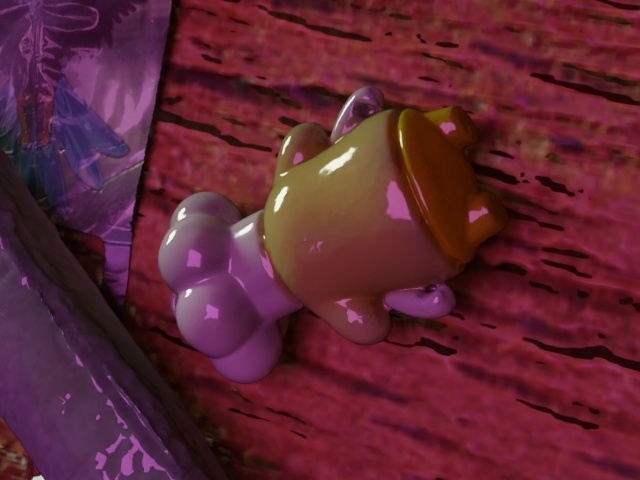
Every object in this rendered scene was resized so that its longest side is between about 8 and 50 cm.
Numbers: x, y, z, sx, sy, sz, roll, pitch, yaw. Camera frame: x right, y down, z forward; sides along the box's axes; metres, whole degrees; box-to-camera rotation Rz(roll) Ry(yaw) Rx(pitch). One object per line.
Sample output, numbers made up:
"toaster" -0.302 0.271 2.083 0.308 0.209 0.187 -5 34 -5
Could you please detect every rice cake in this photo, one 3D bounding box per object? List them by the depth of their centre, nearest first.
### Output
"rice cake" -0.103 0.073 0.752 0.066 0.063 0.336 -46 66 21

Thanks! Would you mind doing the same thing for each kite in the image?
"kite" -0.150 -0.012 0.830 0.169 0.015 0.310 4 88 29

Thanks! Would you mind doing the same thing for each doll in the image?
"doll" 0.000 0.000 0.723 0.162 0.062 0.106 -25 72 24
